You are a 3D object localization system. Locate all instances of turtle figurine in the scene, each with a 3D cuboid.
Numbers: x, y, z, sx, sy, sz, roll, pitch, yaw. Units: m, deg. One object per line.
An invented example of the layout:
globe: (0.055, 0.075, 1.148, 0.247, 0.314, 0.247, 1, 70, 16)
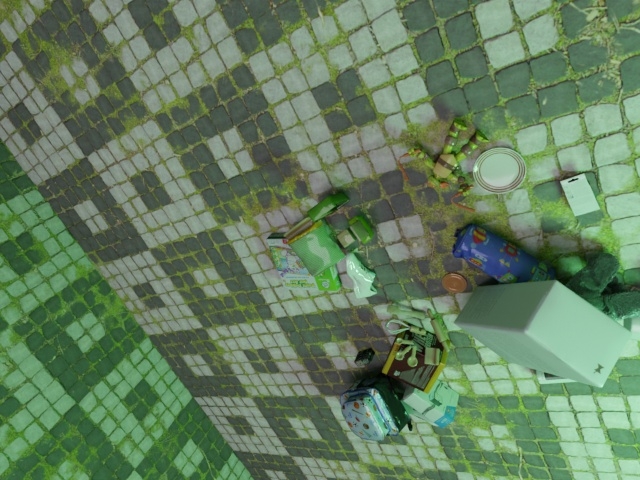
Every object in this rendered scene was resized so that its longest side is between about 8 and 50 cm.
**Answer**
turtle figurine: (0.380, -0.222, 1.241, 0.270, 0.087, 0.217, 39, 123, 11)

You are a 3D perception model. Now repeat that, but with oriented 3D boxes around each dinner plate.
dinner plate: (0.511, -0.200, 1.233, 0.141, 0.017, 0.141, 14, 126, 20)

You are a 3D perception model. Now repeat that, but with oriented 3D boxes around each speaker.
speaker: (0.823, 0.463, 1.487, 0.136, 0.055, 0.055, -18, 111, 35)

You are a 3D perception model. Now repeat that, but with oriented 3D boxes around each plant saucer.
plant saucer: (0.462, 0.149, 1.491, 0.084, 0.013, 0.083, 14, 126, 20)

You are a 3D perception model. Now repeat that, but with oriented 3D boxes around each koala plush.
koala plush: (0.763, 0.181, 1.249, 0.196, 0.204, 0.221, 61, 164, 23)

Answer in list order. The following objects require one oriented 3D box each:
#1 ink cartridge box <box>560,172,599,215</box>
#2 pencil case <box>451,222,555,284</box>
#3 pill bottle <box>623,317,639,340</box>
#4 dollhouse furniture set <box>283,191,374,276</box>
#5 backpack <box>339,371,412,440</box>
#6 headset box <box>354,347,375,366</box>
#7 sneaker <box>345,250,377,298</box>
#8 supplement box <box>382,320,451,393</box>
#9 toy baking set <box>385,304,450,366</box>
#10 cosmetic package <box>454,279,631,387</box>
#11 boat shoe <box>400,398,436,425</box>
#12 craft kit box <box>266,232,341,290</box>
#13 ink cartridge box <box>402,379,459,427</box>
ink cartridge box: (0.705, -0.128, 1.173, 0.063, 0.029, 0.115, -21, 108, 36)
pencil case: (0.548, 0.066, 1.322, 0.306, 0.119, 0.133, 31, 136, 6)
pill bottle: (0.993, 0.243, 1.203, 0.230, 0.131, 0.131, 5, 123, 25)
dollhouse furniture set: (0.000, 0.000, 1.484, 0.302, 0.151, 0.197, -36, 88, 27)
backpack: (0.213, 0.720, 1.844, 0.263, 0.213, 0.276, -31, 82, 52)
headset box: (0.184, 0.498, 1.834, 0.083, 0.062, 0.032, -32, 102, 37)
sneaker: (0.155, 0.122, 1.603, 0.094, 0.080, 0.212, -10, 123, 19)
supplement box: (0.367, 0.449, 1.664, 0.194, 0.129, 0.191, 22, 128, 12)
toy baking set: (0.347, 0.337, 1.569, 0.197, 0.256, 0.030, -16, 159, -2)
cosmetic package: (0.592, 0.248, 1.233, 0.230, 0.161, 0.453, 36, 172, 1)
boat shoe: (0.446, 0.732, 1.854, 0.220, 0.077, 0.070, 12, 166, 27)
craft kit box: (-0.065, 0.084, 1.695, 0.250, 0.061, 0.246, -2, 122, 29)
ink cartridge box: (0.446, 0.633, 1.738, 0.191, 0.139, 0.082, 36, 131, 2)
